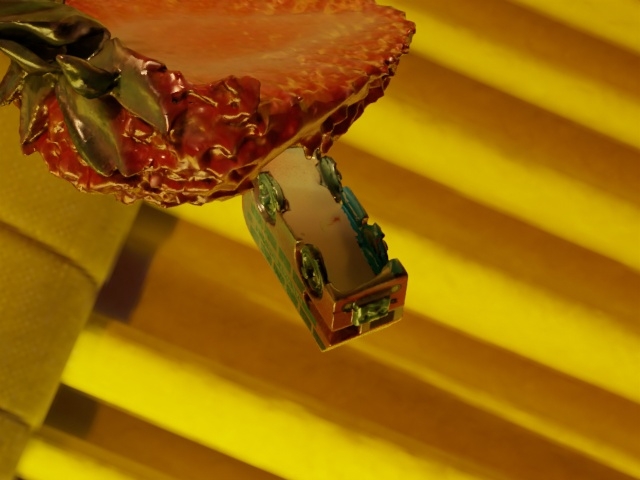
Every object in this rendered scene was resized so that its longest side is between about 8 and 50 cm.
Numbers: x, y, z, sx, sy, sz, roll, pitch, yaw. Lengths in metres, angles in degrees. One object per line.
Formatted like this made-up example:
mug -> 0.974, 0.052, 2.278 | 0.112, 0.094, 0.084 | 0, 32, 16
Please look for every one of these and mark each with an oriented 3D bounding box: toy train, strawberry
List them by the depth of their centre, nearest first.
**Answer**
strawberry -> -0.064, -0.081, 0.748 | 0.286, 0.188, 0.106 | -10, 126, -43
toy train -> 0.000, 0.000, 1.076 | 0.188, 0.072, 0.099 | 57, -19, 34
